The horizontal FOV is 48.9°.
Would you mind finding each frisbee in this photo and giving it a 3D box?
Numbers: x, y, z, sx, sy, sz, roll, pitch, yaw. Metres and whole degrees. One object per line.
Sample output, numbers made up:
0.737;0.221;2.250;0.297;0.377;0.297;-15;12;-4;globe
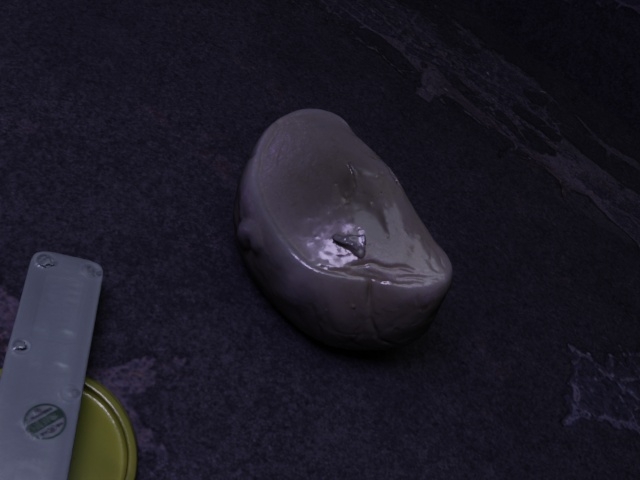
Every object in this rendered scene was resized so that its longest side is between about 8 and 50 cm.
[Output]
-0.323;0.245;0.792;0.235;0.017;0.236;17;45;-18;frisbee

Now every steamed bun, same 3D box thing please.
-0.001;0.004;1.058;0.236;0.247;0.384;-26;67;-22;steamed bun

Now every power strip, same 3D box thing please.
-0.319;0.179;0.797;0.091;0.062;0.386;14;45;-21;power strip
